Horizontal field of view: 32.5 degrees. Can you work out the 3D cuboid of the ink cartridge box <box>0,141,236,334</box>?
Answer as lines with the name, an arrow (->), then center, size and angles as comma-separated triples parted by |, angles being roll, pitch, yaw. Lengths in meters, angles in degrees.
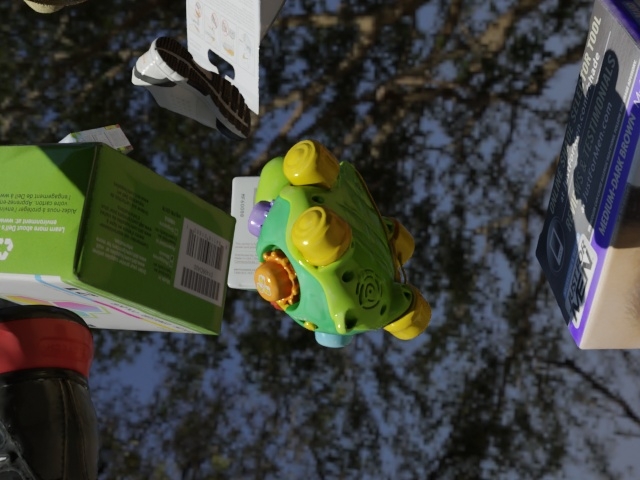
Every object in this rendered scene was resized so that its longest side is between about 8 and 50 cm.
ink cartridge box -> -0.220, 0.003, 0.822 | 0.189, 0.255, 0.097 | 32, -119, -61

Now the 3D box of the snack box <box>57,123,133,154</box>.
snack box -> -0.286, -0.072, 1.204 | 0.037, 0.141, 0.100 | 58, -157, 2

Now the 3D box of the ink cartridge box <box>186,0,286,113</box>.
ink cartridge box -> -0.089, -0.280, 1.185 | 0.066, 0.189, 0.232 | -19, -55, -23

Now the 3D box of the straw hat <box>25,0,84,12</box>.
straw hat -> -0.372, -0.341, 1.482 | 0.061, 0.144, 0.144 | 119, 175, -49

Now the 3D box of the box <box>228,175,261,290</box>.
box -> -0.018, -0.003, 0.978 | 0.087, 0.101, 0.102 | 12, -100, -67

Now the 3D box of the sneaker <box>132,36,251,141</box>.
sneaker -> -0.099, -0.113, 0.855 | 0.109, 0.043, 0.040 | 40, -142, -28

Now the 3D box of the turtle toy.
turtle toy -> 0.000, 0.000, 0.554 | 0.095, 0.066, 0.130 | 43, -156, -37

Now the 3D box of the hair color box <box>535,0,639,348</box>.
hair color box -> 0.316, -0.036, 0.646 | 0.110, 0.338, 0.185 | -98, 11, -55

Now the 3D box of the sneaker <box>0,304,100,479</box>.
sneaker -> -0.218, 0.152, 0.599 | 0.097, 0.276, 0.135 | 17, -138, -53
